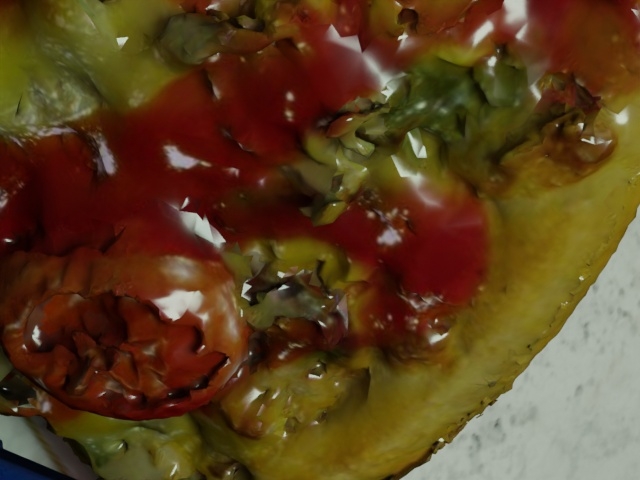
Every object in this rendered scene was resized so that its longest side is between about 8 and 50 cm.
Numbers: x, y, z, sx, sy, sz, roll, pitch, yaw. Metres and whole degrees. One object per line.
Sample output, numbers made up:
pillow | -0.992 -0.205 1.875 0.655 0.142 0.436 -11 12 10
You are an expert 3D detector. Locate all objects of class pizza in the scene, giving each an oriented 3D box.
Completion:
pizza | -0.101 -0.024 0.484 0.406 0.130 0.440 35 124 -8

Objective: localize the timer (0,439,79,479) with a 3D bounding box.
timer | -0.223 0.241 0.381 0.270 0.270 0.383 33 72 -31
